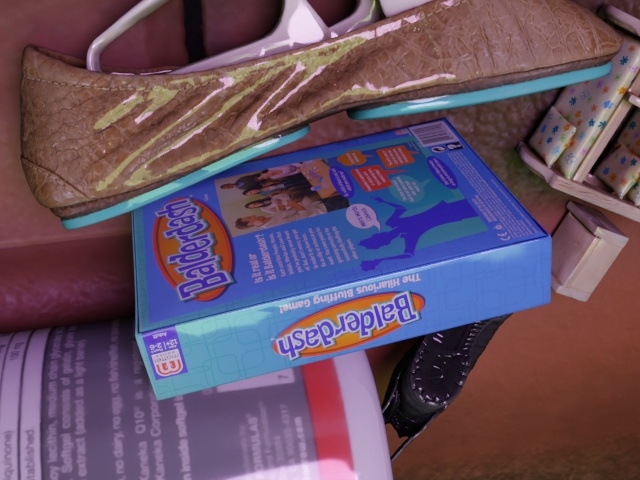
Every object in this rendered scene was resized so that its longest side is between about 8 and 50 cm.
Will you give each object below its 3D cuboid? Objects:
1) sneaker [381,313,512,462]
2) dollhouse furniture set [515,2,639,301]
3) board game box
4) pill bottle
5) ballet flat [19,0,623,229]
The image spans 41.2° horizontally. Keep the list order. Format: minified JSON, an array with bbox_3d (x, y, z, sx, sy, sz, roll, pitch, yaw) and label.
[{"bbox_3d":[0.084,0.081,0.599,0.051,0.170,0.089,34,150,7],"label":"sneaker"},{"bbox_3d":[0.191,-0.026,0.517,0.101,0.161,0.182,18,113,-22],"label":"dollhouse furniture set"},{"bbox_3d":[0.000,0.000,0.487,0.210,0.160,0.047,-12,122,-6],"label":"board game box"},{"bbox_3d":[-0.152,0.155,0.512,0.363,0.210,0.210,-7,121,-10],"label":"pill bottle"},{"bbox_3d":[-0.005,-0.109,0.467,0.342,0.116,0.124,-16,103,0],"label":"ballet flat"}]
